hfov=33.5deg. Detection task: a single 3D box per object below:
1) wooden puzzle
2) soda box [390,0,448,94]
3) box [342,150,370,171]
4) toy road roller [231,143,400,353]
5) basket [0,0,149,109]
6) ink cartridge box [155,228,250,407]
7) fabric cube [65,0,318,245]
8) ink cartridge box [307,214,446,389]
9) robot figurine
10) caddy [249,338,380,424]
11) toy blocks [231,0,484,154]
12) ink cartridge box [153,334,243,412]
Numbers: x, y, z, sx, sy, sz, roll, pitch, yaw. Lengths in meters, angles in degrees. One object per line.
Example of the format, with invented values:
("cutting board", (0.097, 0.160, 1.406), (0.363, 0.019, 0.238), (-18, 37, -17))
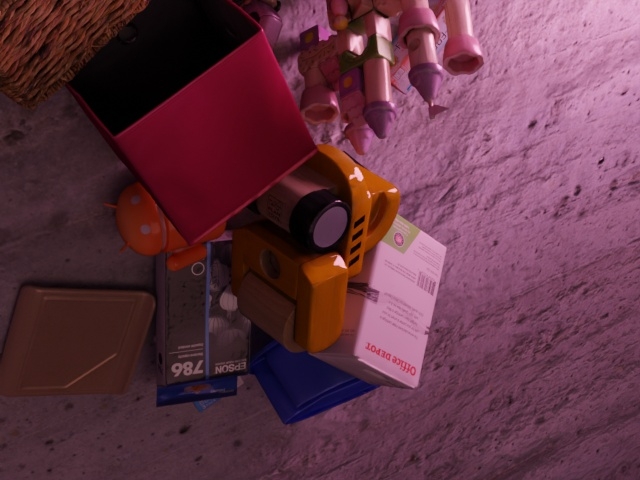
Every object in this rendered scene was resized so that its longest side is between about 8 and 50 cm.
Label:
("wooden puzzle", (-0.426, 0.174, 1.845), (0.238, 0.044, 0.221), (7, 116, -33))
("soda box", (0.176, -0.352, 1.880), (0.183, 0.063, 0.058), (-51, 135, 7))
("box", (0.005, -0.009, 1.972), (0.184, 0.103, 0.261), (-26, 132, -22))
("toy road roller", (0.000, 0.000, 1.774), (0.240, 0.202, 0.330), (-20, 129, -38))
("basket", (-0.387, -0.363, 1.406), (0.299, 0.213, 0.223), (-46, 163, -2))
("ink cartridge box", (-0.209, 0.150, 1.898), (0.165, 0.065, 0.333), (-7, 110, -25))
("fabric cube", (-0.201, -0.205, 1.573), (0.254, 0.259, 0.258), (-39, 141, -7))
("ink cartridge box", (0.104, 0.105, 1.883), (0.198, 0.114, 0.273), (32, 66, -44))
("robot figurine", (-0.241, -0.045, 1.755), (0.219, 0.128, 0.158), (-16, 127, -26))
("caddy", (0.023, 0.213, 2.071), (0.341, 0.179, 0.241), (-19, 161, -24))
("toy blocks", (0.062, -0.266, 1.653), (0.288, 0.260, 0.309), (-23, 148, 37))
("ink cartridge box", (-0.228, 0.226, 1.999), (0.104, 0.061, 0.181), (-34, 133, -12))
